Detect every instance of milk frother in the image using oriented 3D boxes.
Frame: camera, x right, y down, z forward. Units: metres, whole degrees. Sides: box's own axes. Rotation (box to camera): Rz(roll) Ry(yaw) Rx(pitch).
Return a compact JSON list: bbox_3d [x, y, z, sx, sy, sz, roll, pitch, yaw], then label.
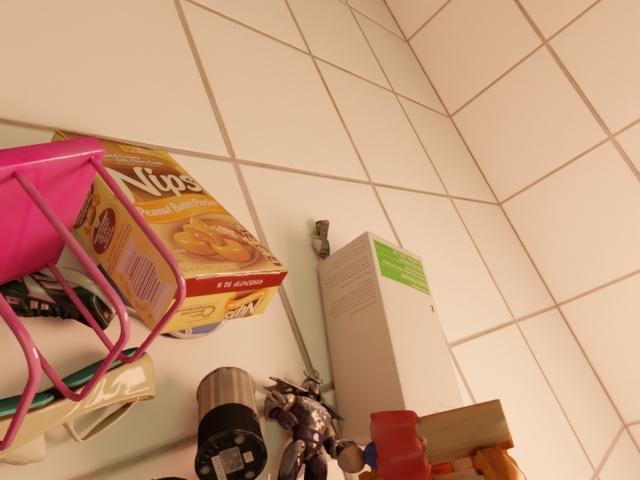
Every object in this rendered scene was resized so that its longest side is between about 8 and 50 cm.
[{"bbox_3d":[-0.149,0.253,0.588,0.143,0.129,0.135,3,16,-15],"label":"milk frother"}]

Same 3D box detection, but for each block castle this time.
[{"bbox_3d":[0.179,0.423,0.600,0.453,0.212,0.303,64,13,-45],"label":"block castle"}]

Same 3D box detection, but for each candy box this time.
[{"bbox_3d":[-0.215,-0.022,0.623,0.316,0.088,0.182,42,21,26],"label":"candy box"}]

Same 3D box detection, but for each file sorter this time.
[{"bbox_3d":[-0.286,0.071,0.365,0.182,0.202,0.290,50,37,7],"label":"file sorter"}]

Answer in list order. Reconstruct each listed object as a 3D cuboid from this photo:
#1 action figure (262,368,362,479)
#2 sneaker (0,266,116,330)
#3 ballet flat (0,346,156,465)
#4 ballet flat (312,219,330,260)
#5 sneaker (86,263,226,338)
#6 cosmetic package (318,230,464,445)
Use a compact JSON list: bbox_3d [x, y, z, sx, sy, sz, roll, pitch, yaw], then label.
[{"bbox_3d":[-0.019,0.315,0.678,0.185,0.099,0.285,31,38,-20],"label":"action figure"},{"bbox_3d":[-0.340,0.067,0.552,0.178,0.072,0.077,31,45,-10],"label":"sneaker"},{"bbox_3d":[-0.287,0.190,0.498,0.248,0.086,0.086,-13,72,-53],"label":"ballet flat"},{"bbox_3d":[0.000,0.000,1.015,0.041,0.041,0.115,29,42,-30],"label":"ballet flat"},{"bbox_3d":[-0.218,0.081,0.654,0.211,0.081,0.080,24,45,-34],"label":"sneaker"},{"bbox_3d":[0.129,0.193,0.896,0.196,0.155,0.366,22,45,-40],"label":"cosmetic package"}]
